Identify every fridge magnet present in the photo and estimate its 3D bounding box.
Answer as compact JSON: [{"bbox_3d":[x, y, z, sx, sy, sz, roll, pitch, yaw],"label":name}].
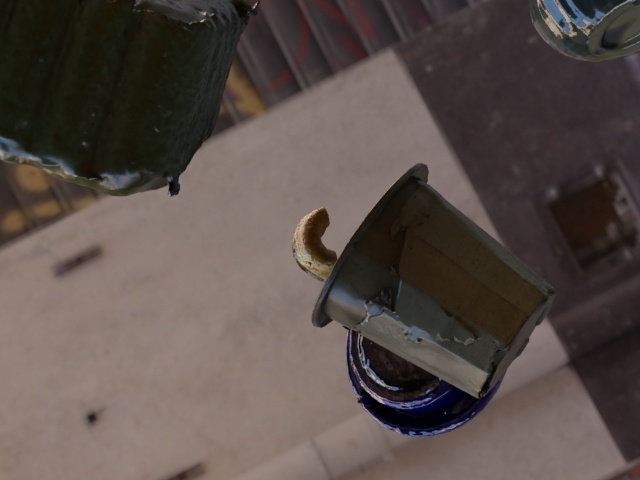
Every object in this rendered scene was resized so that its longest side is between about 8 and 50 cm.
[{"bbox_3d":[0.145,0.146,2.034,0.113,0.265,0.265,23,-147,-54],"label":"fridge magnet"}]

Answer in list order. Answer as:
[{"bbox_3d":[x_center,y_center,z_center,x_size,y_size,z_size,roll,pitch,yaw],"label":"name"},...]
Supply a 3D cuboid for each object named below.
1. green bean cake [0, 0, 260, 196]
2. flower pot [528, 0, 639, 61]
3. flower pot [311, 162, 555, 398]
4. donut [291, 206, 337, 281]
[{"bbox_3d":[-0.194,-0.145,1.081,0.247,0.156,0.250,20,-168,-2],"label":"green bean cake"},{"bbox_3d":[0.373,-0.325,1.788,0.189,0.243,0.157,19,-133,-37],"label":"flower pot"},{"bbox_3d":[0.125,0.059,1.518,0.203,0.212,0.212,37,172,15],"label":"flower pot"},{"bbox_3d":[0.000,0.000,1.784,0.067,0.083,0.038,30,154,-3],"label":"donut"}]
